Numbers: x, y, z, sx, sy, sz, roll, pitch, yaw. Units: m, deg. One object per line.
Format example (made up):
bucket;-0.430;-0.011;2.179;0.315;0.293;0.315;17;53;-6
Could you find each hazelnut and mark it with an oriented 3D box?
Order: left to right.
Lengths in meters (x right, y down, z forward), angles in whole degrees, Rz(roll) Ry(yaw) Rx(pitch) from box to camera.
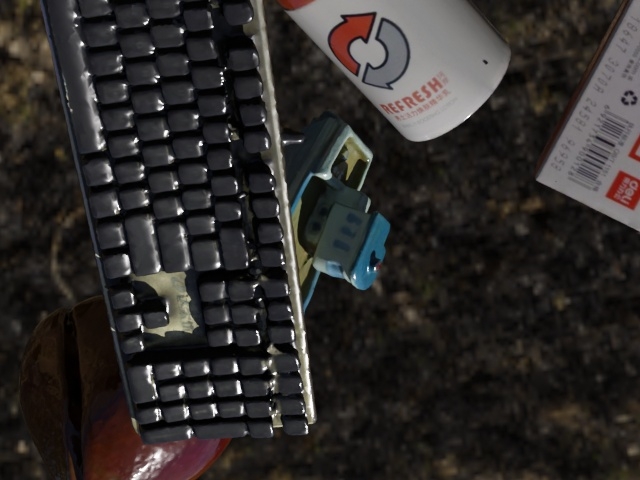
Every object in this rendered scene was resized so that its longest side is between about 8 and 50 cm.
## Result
hazelnut;-0.168;0.152;1.332;0.208;0.208;0.208;-3;148;-2

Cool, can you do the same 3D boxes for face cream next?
face cream;0.023;-0.170;1.002;0.096;0.096;0.214;-29;120;33

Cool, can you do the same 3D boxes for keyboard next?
keyboard;-0.058;-0.032;0.677;0.106;0.027;0.317;-6;125;1

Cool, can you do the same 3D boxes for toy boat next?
toy boat;0.000;0.000;1.265;0.102;0.215;0.088;20;170;27

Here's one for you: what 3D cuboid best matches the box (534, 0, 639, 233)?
box;0.308;-0.133;1.468;0.123;0.050;0.229;26;115;2
